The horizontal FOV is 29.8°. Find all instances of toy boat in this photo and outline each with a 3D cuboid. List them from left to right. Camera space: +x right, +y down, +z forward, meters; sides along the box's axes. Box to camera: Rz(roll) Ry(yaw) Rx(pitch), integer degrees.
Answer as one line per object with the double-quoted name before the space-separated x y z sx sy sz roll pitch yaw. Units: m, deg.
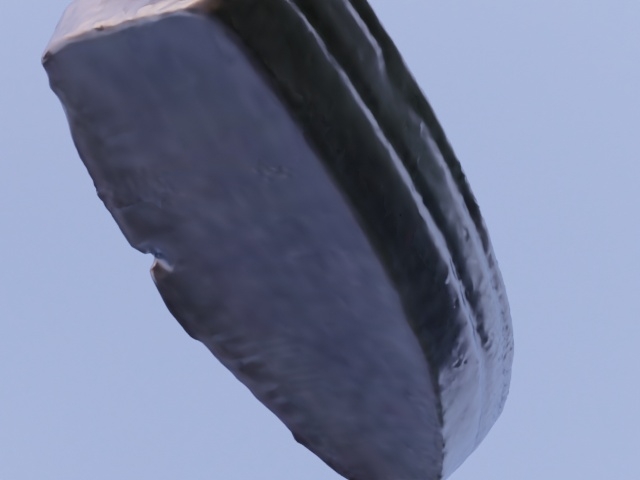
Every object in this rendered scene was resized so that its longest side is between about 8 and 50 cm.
"toy boat" 0.000 0.000 0.498 0.283 0.127 0.078 61 -141 -28
